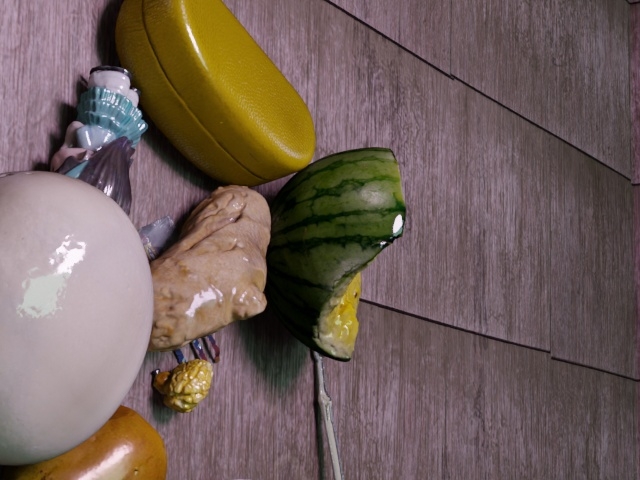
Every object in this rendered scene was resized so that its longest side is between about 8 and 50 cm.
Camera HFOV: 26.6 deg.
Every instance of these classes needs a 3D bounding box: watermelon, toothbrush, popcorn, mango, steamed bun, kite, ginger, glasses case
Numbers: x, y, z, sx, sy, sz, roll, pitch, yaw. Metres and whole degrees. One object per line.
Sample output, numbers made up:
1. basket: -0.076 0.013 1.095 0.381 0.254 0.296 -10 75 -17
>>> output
1. watermelon: 0.000 0.000 2.021 0.189 0.331 0.331 14 69 -16
2. toothbrush: 0.014 0.285 2.160 0.026 0.028 0.294 4 77 -49
3. popcorn: -0.193 0.193 1.848 0.084 0.084 0.084 13 74 -56
4. mango: -0.284 0.293 1.626 0.236 0.136 0.166 -9 96 -52
5. steamed bun: -0.312 0.087 1.475 0.324 0.206 0.324 -37 136 -45
6. kite: -0.202 0.090 1.893 0.141 0.015 0.245 -47 123 -46
7. ginger: -0.148 0.035 1.843 0.354 0.189 0.126 -66 155 -54
8. glasses case: -0.151 -0.203 1.901 0.371 0.141 0.173 47 34 -43

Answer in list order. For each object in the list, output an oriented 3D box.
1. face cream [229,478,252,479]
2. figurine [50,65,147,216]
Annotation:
1. face cream: -0.097 0.514 1.909 0.102 0.102 0.346 -26 108 -55
2. figurine: -0.279 -0.102 1.725 0.138 0.110 0.245 70 25 -52
